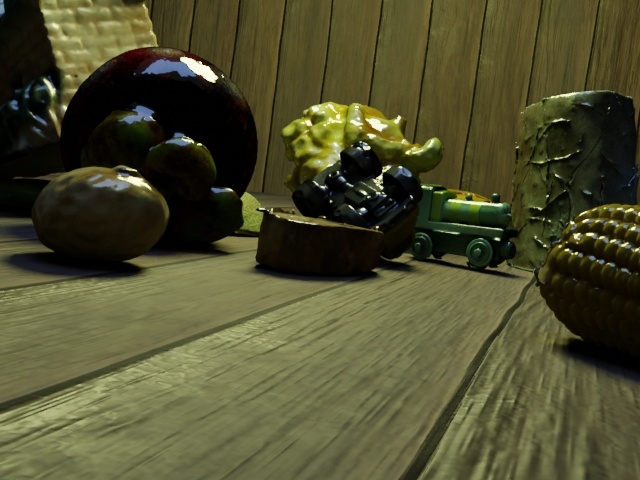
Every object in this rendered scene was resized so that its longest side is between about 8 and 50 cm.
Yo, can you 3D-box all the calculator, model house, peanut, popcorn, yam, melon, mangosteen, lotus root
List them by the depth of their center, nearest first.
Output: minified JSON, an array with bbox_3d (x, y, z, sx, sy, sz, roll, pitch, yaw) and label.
[{"bbox_3d":[-0.249,-0.028,0.941,0.141,0.109,0.159,16,-12,-29],"label":"peanut"},{"bbox_3d":[0.000,0.000,1.152,0.170,0.074,0.261,9,4,15],"label":"lotus root"},{"bbox_3d":[-0.237,-0.135,1.234,0.312,0.310,0.311,7,5,-1],"label":"mangosteen"},{"bbox_3d":[-0.175,-0.055,1.477,0.160,0.079,0.128,9,4,15],"label":"melon"},{"bbox_3d":[-0.523,-0.331,1.519,0.395,0.399,0.446,-14,3,-39],"label":"model house"},{"bbox_3d":[0.463,-0.090,1.528,0.241,0.347,0.241,5,-7,1],"label":"yam"},{"bbox_3d":[-0.532,-0.087,1.553,0.141,0.045,0.246,7,6,4],"label":"calculator"},{"bbox_3d":[0.072,-0.130,1.679,0.335,0.274,0.279,47,-18,18],"label":"popcorn"}]

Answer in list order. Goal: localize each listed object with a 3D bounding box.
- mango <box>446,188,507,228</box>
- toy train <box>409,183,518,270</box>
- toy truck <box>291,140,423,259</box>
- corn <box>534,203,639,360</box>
[{"bbox_3d":[0.331,-0.050,1.889,0.295,0.120,0.177,7,7,3],"label":"mango"},{"bbox_3d":[0.234,-0.023,1.400,0.200,0.132,0.083,8,6,35],"label":"toy train"},{"bbox_3d":[0.074,-0.043,1.355,0.147,0.165,0.224,-40,39,-13],"label":"toy truck"},{"bbox_3d":[0.347,0.051,0.681,0.144,0.143,0.387,3,5,-35],"label":"corn"}]
